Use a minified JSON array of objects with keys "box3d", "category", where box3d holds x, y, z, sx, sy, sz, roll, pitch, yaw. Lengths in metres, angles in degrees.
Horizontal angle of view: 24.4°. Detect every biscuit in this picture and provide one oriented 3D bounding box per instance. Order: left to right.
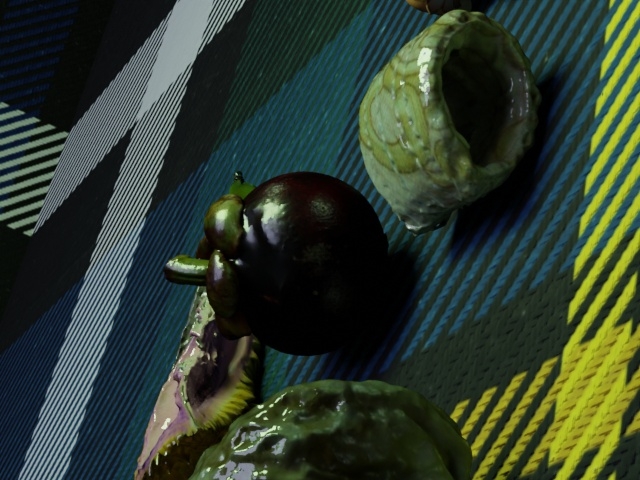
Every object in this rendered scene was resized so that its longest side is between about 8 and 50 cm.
[{"box3d":[-0.169,0.152,1.918,0.133,0.032,0.250,101,-175,-80],"category":"biscuit"}]

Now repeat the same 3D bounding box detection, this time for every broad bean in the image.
[{"box3d":[-0.091,-0.031,1.963,0.070,0.048,0.213,-55,25,23],"category":"broad bean"}]

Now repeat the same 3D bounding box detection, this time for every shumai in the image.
[{"box3d":[0.002,0.252,1.130,0.260,0.225,0.222,-35,31,26],"category":"shumai"}]

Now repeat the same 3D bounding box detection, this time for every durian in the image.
[{"box3d":[-0.129,0.187,1.724,0.341,0.112,0.191,-81,13,-60],"category":"durian"}]

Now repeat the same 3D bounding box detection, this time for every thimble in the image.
[{"box3d":[0.119,-0.109,1.399,0.143,0.137,0.190,-29,51,59],"category":"thimble"}]

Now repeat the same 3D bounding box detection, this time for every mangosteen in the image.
[{"box3d":[-0.044,0.024,1.510,0.194,0.230,0.194,178,90,-81],"category":"mangosteen"}]

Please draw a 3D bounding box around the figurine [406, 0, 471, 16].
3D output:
[{"box3d":[0.163,-0.302,1.577,0.195,0.102,0.111,-38,66,45],"category":"figurine"}]
